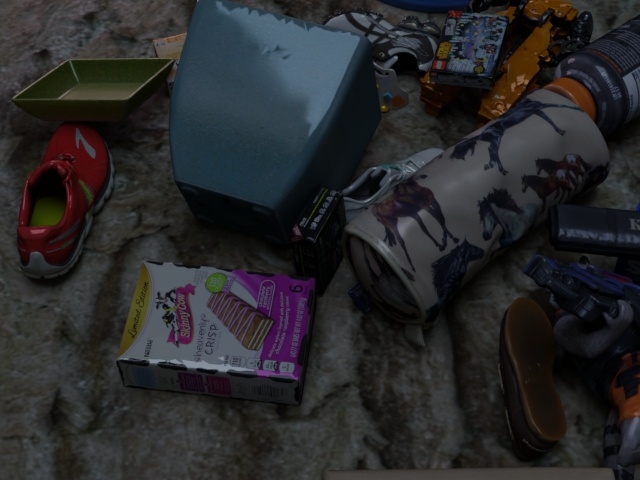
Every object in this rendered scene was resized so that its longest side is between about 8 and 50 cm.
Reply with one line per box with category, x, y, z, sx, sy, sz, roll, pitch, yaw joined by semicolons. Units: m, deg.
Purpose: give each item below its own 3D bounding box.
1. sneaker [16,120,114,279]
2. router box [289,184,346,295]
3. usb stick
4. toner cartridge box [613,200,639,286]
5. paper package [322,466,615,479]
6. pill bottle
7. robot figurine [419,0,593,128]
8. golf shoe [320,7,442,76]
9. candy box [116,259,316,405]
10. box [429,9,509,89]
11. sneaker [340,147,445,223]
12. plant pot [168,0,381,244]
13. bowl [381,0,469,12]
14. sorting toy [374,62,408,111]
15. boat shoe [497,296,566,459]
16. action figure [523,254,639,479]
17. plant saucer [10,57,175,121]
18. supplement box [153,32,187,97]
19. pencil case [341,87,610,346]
sneaker;-0.356;-0.078;1.645;0.107;0.118;0.279;2;50;2
router box;0.000;0.000;1.581;0.038;0.122;0.092;18;55;19
usb stick;0.431;-0.005;1.526;0.277;0.045;0.077;6;40;2
toner cartridge box;0.584;0.033;1.579;0.347;0.075;0.165;21;57;16
paper package;0.159;0.405;1.249;0.324;0.168;0.310;-1;53;1
pill bottle;0.431;-0.236;1.736;0.245;0.130;0.130;-30;58;-27
robot figurine;0.287;-0.286;1.817;0.211;0.085;0.291;30;60;21
golf shoe;0.087;-0.303;1.838;0.198;0.077;0.094;8;65;18
candy box;-0.130;0.117;1.527;0.233;0.071;0.159;5;54;5
box;0.220;-0.282;1.746;0.093;0.027;0.137;8;52;15
sneaker;0.105;-0.082;1.660;0.212;0.094;0.080;-32;58;-22
plant pot;-0.078;-0.143;1.625;0.247;0.247;0.252;16;72;12
bowl;0.204;-0.549;2.021;0.390;0.077;0.391;0;53;0
sorting toy;0.090;-0.242;1.792;0.083;0.075;0.045;35;61;24
boat shoe;0.253;0.172;1.480;0.073;0.073;0.207;14;52;-16
action figure;0.337;0.148;1.420;0.341;0.178;0.330;23;36;-33
plant saucer;-0.330;-0.220;1.755;0.188;0.045;0.188;2;27;16
supplement box;-0.219;-0.275;1.844;0.062;0.036;0.098;-16;55;-10
pencil case;0.216;-0.045;1.592;0.410;0.184;0.160;-36;27;-24
